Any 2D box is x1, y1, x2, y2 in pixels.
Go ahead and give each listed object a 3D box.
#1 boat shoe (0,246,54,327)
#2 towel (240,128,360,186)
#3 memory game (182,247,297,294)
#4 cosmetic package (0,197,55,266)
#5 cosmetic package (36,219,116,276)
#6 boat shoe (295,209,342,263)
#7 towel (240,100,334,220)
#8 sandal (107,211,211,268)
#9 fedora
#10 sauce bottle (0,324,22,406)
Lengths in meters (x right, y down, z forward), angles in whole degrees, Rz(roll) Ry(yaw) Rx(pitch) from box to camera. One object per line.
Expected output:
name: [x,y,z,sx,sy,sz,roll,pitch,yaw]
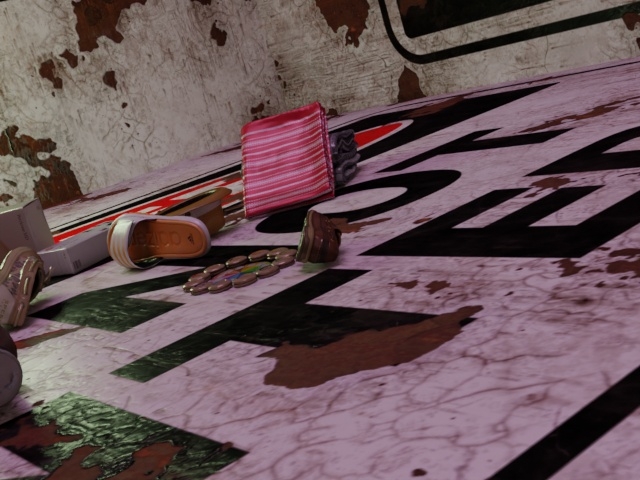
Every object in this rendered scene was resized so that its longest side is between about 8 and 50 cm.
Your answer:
boat shoe: [-0.524,0.088,1.583,0.089,0.105,0.285,21,15,-7]
towel: [-0.039,-0.181,2.087,0.235,0.121,0.284,-13,12,13]
memory game: [-0.123,0.045,1.398,0.186,0.012,0.186,-16,12,3]
cosmetic package: [-0.744,0.030,1.976,0.309,0.160,0.113,-16,12,6]
cosmetic package: [-0.494,0.012,1.955,0.099,0.060,0.239,-11,12,29]
boat shoe: [0.000,0.000,1.346,0.060,0.064,0.178,14,14,-2]
towel: [-0.074,-0.172,1.925,0.198,0.031,0.275,-15,49,11]
sandal: [-0.315,0.001,1.653,0.265,0.102,0.076,-5,13,38]
fedora: [-0.256,-0.040,1.821,0.194,0.079,0.194,-22,12,5]
sauce bottle: [-0.440,0.141,1.133,0.111,0.111,0.344,-22,11,-27]
